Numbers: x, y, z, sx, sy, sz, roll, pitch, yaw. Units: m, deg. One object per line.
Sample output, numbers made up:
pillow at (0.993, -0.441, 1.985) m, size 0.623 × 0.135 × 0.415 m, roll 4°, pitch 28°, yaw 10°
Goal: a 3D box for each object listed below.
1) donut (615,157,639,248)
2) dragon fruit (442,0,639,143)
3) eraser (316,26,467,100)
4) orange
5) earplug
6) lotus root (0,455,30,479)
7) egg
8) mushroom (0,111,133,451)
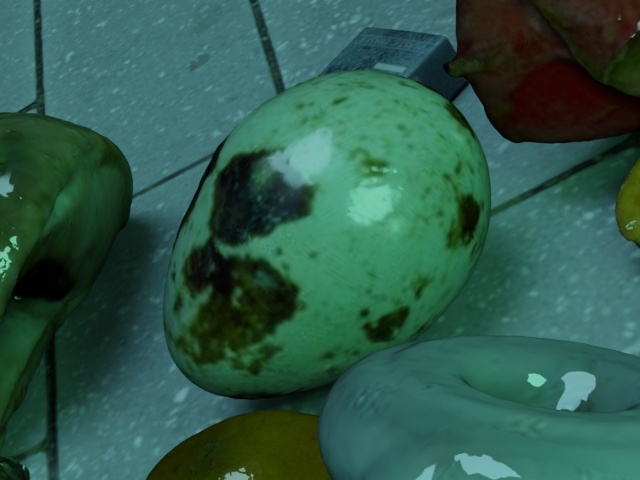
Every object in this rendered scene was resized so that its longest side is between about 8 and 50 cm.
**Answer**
donut at (0.224, -0.024, 0.960) m, size 0.108 × 0.043 × 0.097 m, roll -44°, pitch 35°, yaw -16°
dragon fruit at (0.217, -0.227, 0.948) m, size 0.286 × 0.329 × 0.228 m, roll -30°, pitch 30°, yaw -21°
eraser at (0.008, -0.071, 1.195) m, size 0.092 × 0.046 × 0.212 m, roll 14°, pitch 54°, yaw 48°
orange at (-0.037, 0.152, 0.890) m, size 0.170 × 0.112 × 0.160 m, roll -35°, pitch 30°, yaw -26°
earplug at (0.070, 0.149, 0.762) m, size 0.214 × 0.175 × 0.325 m, roll 14°, pitch 44°, yaw 38°
lotus root at (-0.196, 0.252, 0.805) m, size 0.179 × 0.196 × 0.397 m, roll -18°, pitch 33°, yaw 10°
egg at (0.000, 0.000, 1.000) m, size 0.231 × 0.169 × 0.169 m, roll -47°, pitch 34°, yaw -2°
mushroom at (-0.282, 0.011, 1.159) m, size 0.217 × 0.212 × 0.292 m, roll 17°, pitch 59°, yaw 5°
